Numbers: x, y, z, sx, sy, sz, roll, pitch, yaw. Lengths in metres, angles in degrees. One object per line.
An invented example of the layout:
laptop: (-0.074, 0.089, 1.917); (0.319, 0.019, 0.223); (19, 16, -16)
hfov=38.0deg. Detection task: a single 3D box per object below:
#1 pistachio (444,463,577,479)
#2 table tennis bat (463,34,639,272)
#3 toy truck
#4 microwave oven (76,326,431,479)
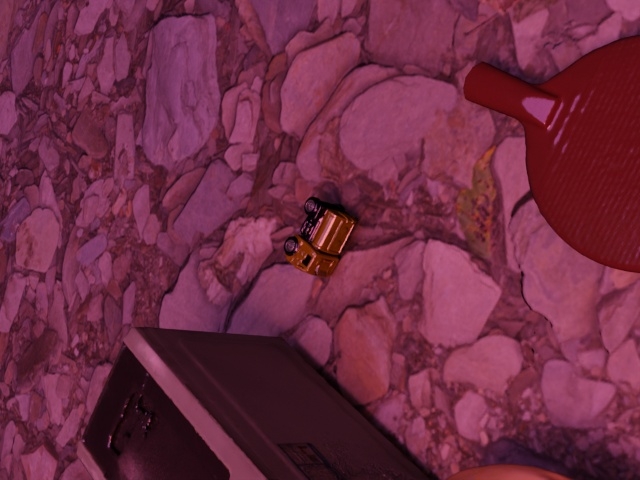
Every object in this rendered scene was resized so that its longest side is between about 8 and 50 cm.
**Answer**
pistachio: (0.192, 0.280, 0.674); (0.299, 0.188, 0.187); (27, 100, 37)
table tennis bat: (0.246, -0.092, 0.809); (0.310, 0.038, 0.200); (36, 106, 43)
toy truck: (0.000, 0.000, 1.028); (0.054, 0.049, 0.083); (39, 107, 42)
microwave oven: (-0.066, 0.239, 0.904); (0.295, 0.238, 0.181); (38, 108, 41)
